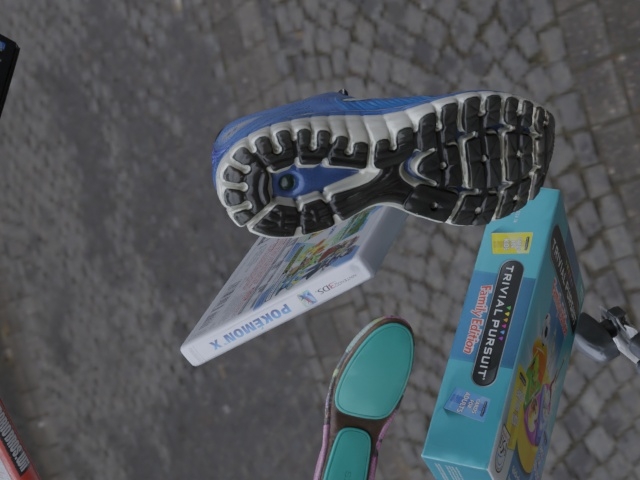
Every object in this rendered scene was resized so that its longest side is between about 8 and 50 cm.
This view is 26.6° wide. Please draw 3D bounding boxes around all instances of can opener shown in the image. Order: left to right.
[{"bbox_3d":[0.439,0.168,1.842,0.074,0.093,0.280,64,171,-25],"label":"can opener"}]

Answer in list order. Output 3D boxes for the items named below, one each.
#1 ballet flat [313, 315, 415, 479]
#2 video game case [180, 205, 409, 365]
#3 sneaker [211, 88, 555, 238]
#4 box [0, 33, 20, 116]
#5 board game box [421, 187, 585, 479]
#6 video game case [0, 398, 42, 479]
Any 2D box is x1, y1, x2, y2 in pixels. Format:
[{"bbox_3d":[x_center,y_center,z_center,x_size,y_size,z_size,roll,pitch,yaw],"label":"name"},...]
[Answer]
[{"bbox_3d":[0.036,0.176,1.357,0.079,0.077,0.221,-135,59,-79],"label":"ballet flat"},{"bbox_3d":[0.000,0.000,1.667,0.300,0.329,0.036,-28,107,36],"label":"video game case"},{"bbox_3d":[0.057,-0.090,1.222,0.147,0.330,0.130,-126,36,-59],"label":"sneaker"},{"bbox_3d":[-0.356,-0.129,1.105,0.077,0.180,0.147,-18,53,46],"label":"box"},{"bbox_3d":[0.220,0.143,1.552,0.079,0.336,0.254,8,154,22],"label":"board game box"},{"bbox_3d":[-0.329,0.125,1.075,0.204,0.025,0.285,8,132,30],"label":"video game case"}]
